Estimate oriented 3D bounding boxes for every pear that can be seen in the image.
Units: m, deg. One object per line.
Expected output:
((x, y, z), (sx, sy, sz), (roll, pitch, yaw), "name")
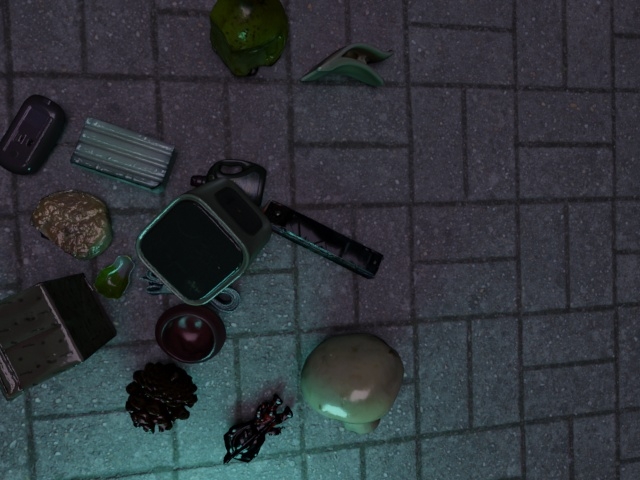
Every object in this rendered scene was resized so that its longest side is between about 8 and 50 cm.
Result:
((-0.181, -0.614, 1.205), (0.238, 0.255, 0.164), (-33, 95, -13), "pear")

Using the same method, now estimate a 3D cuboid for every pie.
((-0.707, -0.053, 1.224), (0.218, 0.052, 0.185), (41, 86, -7), "pie")

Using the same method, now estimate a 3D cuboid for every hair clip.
((0.097, -0.549, 1.308), (0.282, 0.172, 0.113), (-1, 99, -20), "hair clip")

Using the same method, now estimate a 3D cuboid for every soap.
((-0.567, -0.243, 1.229), (0.262, 0.094, 0.150), (19, 83, -9), "soap")

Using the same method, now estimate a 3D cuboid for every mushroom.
((0.106, 0.461, 1.294), (0.315, 0.314, 0.335), (-17, 115, -9), "mushroom")

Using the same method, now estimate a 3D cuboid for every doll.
((-0.204, 0.599, 1.323), (0.127, 0.088, 0.249), (43, 74, 12), "doll")

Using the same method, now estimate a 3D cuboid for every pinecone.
((-0.463, 0.458, 1.217), (0.208, 0.208, 0.207), (0, 92, -10), "pinecone")

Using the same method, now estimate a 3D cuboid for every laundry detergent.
((-0.281, -0.180, 1.287), (0.222, 0.078, 0.144), (11, 92, -8), "laundry detergent")

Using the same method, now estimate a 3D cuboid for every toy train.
((0.000, 0.000, 1.336), (0.410, 0.089, 0.086), (26, 77, -9), "toy train")

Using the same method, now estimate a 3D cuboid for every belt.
((-0.389, 0.153, 1.277), (0.303, 0.072, 0.087), (16, 86, -10), "belt")

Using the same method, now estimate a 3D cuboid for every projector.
((-0.306, -0.006, 1.162), (0.249, 0.249, 0.248), (-39, 99, 17), "projector")

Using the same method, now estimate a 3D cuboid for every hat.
((-0.385, 0.273, 1.268), (0.206, 0.089, 0.205), (-1, 105, -4), "hat")

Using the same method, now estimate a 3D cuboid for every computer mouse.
((-0.818, -0.296, 1.195), (0.120, 0.057, 0.232), (29, 89, -10), "computer mouse")

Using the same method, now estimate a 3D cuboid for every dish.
((-0.601, 0.105, 1.255), (0.091, 0.039, 0.137), (32, 85, -5), "dish")

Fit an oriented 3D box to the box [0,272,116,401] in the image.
((-0.708, 0.230, 1.112), (0.191, 0.297, 0.225), (-26, 96, -12), "box")
